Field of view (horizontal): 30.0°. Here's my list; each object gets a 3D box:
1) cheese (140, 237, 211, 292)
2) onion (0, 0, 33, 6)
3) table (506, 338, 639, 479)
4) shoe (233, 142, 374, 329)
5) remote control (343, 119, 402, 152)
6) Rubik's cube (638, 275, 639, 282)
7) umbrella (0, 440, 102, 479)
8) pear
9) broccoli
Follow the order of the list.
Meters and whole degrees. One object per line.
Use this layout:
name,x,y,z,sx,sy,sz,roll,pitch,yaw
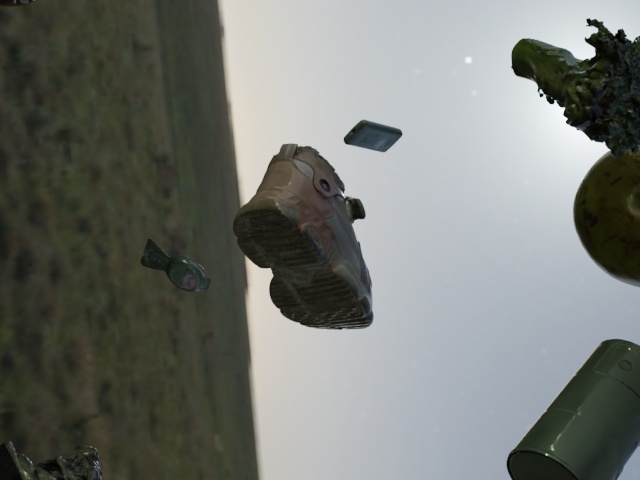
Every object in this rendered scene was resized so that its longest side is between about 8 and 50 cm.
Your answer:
cheese,-0.230,0.045,1.901,0.067,0.121,0.026,-65,175,37
onion,-0.549,-0.566,2.094,0.285,0.348,0.347,-115,-161,-54
table,0.352,0.244,1.546,0.220,0.126,0.126,-44,151,-32
shoe,0.003,0.000,1.990,0.351,0.172,0.198,61,39,-44
remote control,0.085,-0.166,1.909,0.124,0.053,0.018,4,46,-55
Rubik's cube,0.640,0.048,1.788,0.213,0.224,0.265,-56,-140,12
umbrella,-0.424,0.322,1.378,0.113,0.358,0.106,-145,-137,-62
pear,0.585,-0.043,2.114,0.283,0.284,0.283,175,-90,-86
broccoli,0.368,-0.230,1.694,0.304,0.145,0.165,39,-71,57
